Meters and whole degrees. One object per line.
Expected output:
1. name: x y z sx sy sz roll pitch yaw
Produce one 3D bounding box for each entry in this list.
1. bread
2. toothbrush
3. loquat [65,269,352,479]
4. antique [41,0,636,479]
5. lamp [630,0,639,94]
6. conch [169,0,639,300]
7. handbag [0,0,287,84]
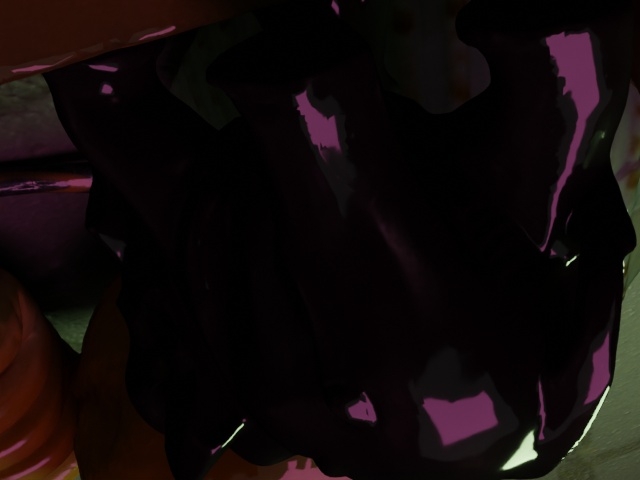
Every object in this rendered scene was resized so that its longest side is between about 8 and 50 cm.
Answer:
1. bread: -0.258 0.112 1.144 0.173 0.121 0.311 -13 157 4
2. toothbrush: -0.130 -0.043 1.029 0.321 0.031 0.023 -9 126 -25
3. loquat: -0.034 0.115 1.141 0.284 0.276 0.276 5 156 5
4. antique: 0.000 0.000 0.773 0.185 0.322 0.255 -37 129 -35
5. lamp: 0.255 -0.167 0.724 0.240 0.305 0.305 12 142 -40
6. conch: 0.084 -0.055 0.963 0.319 0.215 0.303 -16 146 -12
7. handbag: -0.090 -0.203 0.601 0.401 0.133 0.283 -16 152 -11
